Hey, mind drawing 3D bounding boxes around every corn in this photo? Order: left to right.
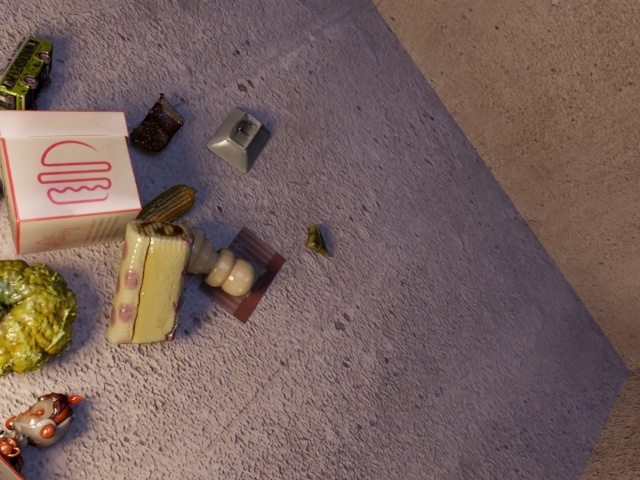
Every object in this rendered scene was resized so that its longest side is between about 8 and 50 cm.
[{"bbox_3d":[-0.508,-0.103,1.580,0.262,0.097,0.097,-40,93,-33],"label":"corn"}]

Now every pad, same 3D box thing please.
[{"bbox_3d":[-0.265,0.114,1.691,0.202,0.005,0.299,40,55,-11],"label":"pad"}]

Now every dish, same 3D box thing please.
[{"bbox_3d":[-0.294,-0.399,1.848,0.182,0.080,0.243,35,55,-14],"label":"dish"}]

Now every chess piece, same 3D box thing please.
[{"bbox_3d":[-0.349,0.075,1.574,0.300,0.167,0.167,32,57,-22],"label":"chess piece"}]

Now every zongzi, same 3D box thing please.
[{"bbox_3d":[0.000,0.000,1.879,0.113,0.052,0.104,30,50,-33],"label":"zongzi"}]

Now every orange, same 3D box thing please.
[{"bbox_3d":[-0.773,0.188,1.212,0.300,0.223,0.301,15,60,-26],"label":"orange"}]

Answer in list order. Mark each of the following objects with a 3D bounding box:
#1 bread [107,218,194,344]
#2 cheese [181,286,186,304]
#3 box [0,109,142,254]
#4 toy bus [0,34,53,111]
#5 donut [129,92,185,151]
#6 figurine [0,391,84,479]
[{"bbox_3d":[-0.479,0.118,1.376,0.187,0.155,0.338,7,107,-30],"label":"bread"},{"bbox_3d":[-0.483,0.162,1.524,0.121,0.026,0.067,18,62,-25],"label":"cheese"},{"bbox_3d":[-0.701,-0.157,1.353,0.312,0.314,0.300,-10,78,-34],"label":"box"},{"bbox_3d":[-0.903,-0.498,1.463,0.139,0.113,0.301,14,46,-21],"label":"toy bus"},{"bbox_3d":[-0.556,-0.398,1.674,0.126,0.144,0.186,38,24,-20],"label":"donut"},{"bbox_3d":[-0.694,0.460,1.192,0.160,0.183,0.226,55,40,-11],"label":"figurine"}]
